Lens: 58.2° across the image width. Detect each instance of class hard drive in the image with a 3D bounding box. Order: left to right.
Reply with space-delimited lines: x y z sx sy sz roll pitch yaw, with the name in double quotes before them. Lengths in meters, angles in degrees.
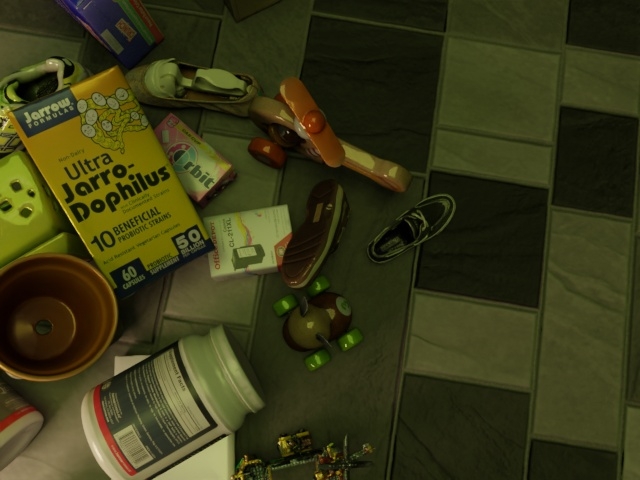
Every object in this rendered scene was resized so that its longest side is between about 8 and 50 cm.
"hard drive" -0.281 0.398 1.113 0.233 0.047 0.352 -2 80 -2

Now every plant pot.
"plant pot" -0.577 -0.011 1.100 0.228 0.227 0.207 -33 89 -8
"plant pot" -0.472 0.140 0.989 0.205 0.188 0.204 9 72 -28

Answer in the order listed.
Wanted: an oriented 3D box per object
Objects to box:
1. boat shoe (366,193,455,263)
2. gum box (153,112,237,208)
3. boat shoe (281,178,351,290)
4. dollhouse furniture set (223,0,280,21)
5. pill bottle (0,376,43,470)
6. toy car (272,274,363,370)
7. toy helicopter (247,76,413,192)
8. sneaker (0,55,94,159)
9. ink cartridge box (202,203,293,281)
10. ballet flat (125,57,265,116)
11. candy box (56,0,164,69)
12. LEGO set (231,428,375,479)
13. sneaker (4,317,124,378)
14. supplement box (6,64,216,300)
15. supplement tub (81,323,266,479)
"boat shoe" 0.195 -0.025 1.190 0.219 0.070 0.077 -37 82 -7
"gum box" -0.277 -0.163 1.209 0.188 0.062 0.107 41 81 6
"boat shoe" 0.007 -0.001 1.140 0.095 0.095 0.257 -4 50 37
"dollhouse furniture set" -0.221 -0.718 1.217 0.362 0.256 0.394 -29 81 -7
"pill bottle" -0.677 0.298 1.065 0.283 0.161 0.161 39 81 6
"toy car" -0.005 0.153 1.092 0.149 0.188 0.155 -31 82 -6
"toy helicopter" 0.020 -0.194 1.135 0.355 0.235 0.140 26 80 3
"sneaker" -0.651 -0.261 1.178 0.385 0.147 0.145 -38 84 -6
"ink cartridge box" -0.143 0.006 1.176 0.175 0.072 0.127 -10 81 -4
"ballet flat" -0.273 -0.338 1.220 0.316 0.106 0.107 6 79 0
"candy box" -0.502 -0.537 1.171 0.317 0.268 0.122 45 85 6
"LEGO set" -0.023 0.512 1.006 0.255 0.192 0.330 -1 78 -12
"sneaker" -0.508 0.204 1.134 0.222 0.118 0.083 -18 87 -34
"supplement box" -0.372 -0.105 1.048 0.194 0.195 0.356 -30 109 -16
"supplement tub" -0.253 0.285 1.014 0.272 0.191 0.191 -29 81 -7
